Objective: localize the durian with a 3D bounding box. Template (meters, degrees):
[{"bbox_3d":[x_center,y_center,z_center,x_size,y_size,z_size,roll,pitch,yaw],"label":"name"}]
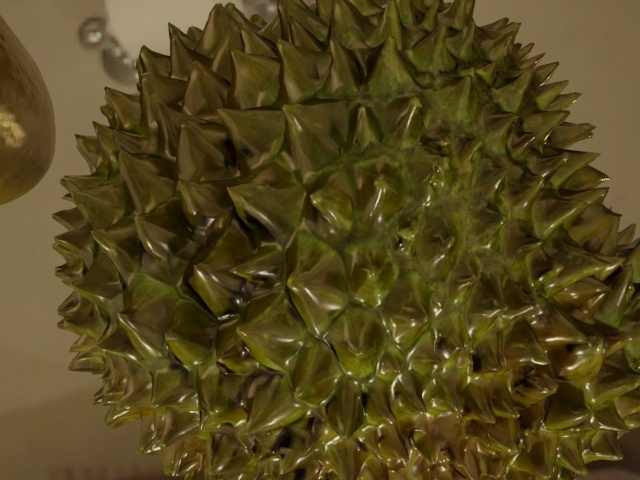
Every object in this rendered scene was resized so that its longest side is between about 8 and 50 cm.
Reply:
[{"bbox_3d":[0.001,0.000,0.446,0.200,0.176,0.237,-32,-159,-17],"label":"durian"}]

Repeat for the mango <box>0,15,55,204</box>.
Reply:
[{"bbox_3d":[-0.180,-0.078,0.565,0.091,0.137,0.237,-32,155,3],"label":"mango"}]
